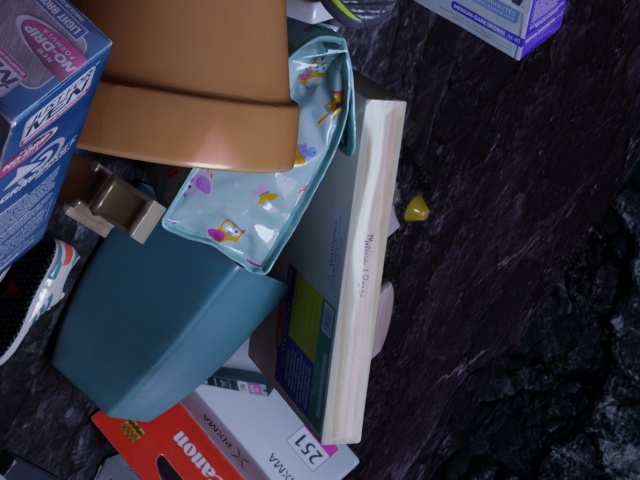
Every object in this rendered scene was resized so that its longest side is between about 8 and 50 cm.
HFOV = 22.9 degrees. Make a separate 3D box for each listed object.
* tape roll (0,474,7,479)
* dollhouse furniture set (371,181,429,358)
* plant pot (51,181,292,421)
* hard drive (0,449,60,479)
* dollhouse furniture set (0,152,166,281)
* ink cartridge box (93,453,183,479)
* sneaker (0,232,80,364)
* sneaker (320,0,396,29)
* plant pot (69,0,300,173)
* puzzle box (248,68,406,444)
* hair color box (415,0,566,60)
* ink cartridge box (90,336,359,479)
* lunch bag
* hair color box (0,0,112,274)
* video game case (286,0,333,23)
[{"bbox_3d":[-0.373,0.366,1.520,0.072,0.392,0.392,-27,143,-49],"label":"tape roll"},{"bbox_3d":[0.082,-0.039,2.145,0.303,0.198,0.286,-41,153,-34],"label":"dollhouse furniture set"},{"bbox_3d":[-0.189,0.085,1.826,0.234,0.166,0.165,-52,158,5],"label":"plant pot"},{"bbox_3d":[-0.374,0.310,1.908,0.094,0.022,0.135,-53,157,-8],"label":"hard drive"},{"bbox_3d":[-0.253,-0.003,1.540,0.161,0.182,0.101,-56,157,-3],"label":"dollhouse furniture set"},{"bbox_3d":[-0.203,0.409,2.104,0.100,0.237,0.172,-15,133,-62],"label":"ink cartridge box"},{"bbox_3d":[-0.308,0.070,1.684,0.161,0.057,0.075,-61,151,3],"label":"sneaker"},{"bbox_3d":[-0.018,-0.307,1.502,0.111,0.300,0.121,-18,152,-24],"label":"sneaker"},{"bbox_3d":[-0.148,-0.188,1.425,0.291,0.291,0.203,-6,110,-62],"label":"plant pot"},{"bbox_3d":[0.000,0.000,1.850,0.052,0.272,0.408,0,109,-22],"label":"puzzle box"},{"bbox_3d":[0.230,-0.414,1.972,0.110,0.185,0.338,-38,150,-35],"label":"hair color box"},{"bbox_3d":[-0.120,0.255,2.030,0.239,0.275,0.060,-37,175,-40],"label":"ink cartridge box"},{"bbox_3d":[-0.063,-0.128,1.686,0.262,0.160,0.223,-59,-160,10],"label":"lunch bag"},{"bbox_3d":[-0.283,-0.098,1.227,0.105,0.174,0.347,-44,176,-29],"label":"hair color box"},{"bbox_3d":[-0.025,-0.277,1.612,0.227,0.206,0.026,-26,131,-51],"label":"video game case"}]
